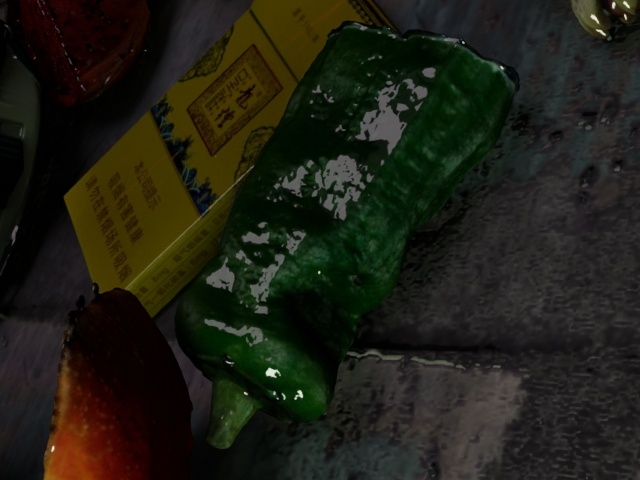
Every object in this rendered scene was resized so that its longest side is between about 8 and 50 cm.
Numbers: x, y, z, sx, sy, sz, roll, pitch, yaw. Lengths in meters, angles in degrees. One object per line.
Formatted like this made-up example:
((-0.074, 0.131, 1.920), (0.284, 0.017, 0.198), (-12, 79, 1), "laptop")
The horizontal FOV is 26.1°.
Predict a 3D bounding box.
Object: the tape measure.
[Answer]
((-0.289, -0.066, 1.120), (0.207, 0.115, 0.235), (-62, 36, 18), "tape measure")

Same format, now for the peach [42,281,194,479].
((-0.101, 0.125, 0.752), (0.068, 0.279, 0.189), (10, 55, 1), "peach")

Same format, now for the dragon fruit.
((-0.190, -0.173, 1.158), (0.127, 0.120, 0.161), (-20, 68, -19), "dragon fruit")

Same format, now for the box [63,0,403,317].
((-0.065, -0.076, 0.984), (0.279, 0.041, 0.153), (-44, 39, 11), "box")

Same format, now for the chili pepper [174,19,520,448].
((0.000, 0.000, 0.814), (0.136, 0.099, 0.270), (23, 78, 20), "chili pepper")

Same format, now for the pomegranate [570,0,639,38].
((0.141, -0.233, 0.806), (0.179, 0.179, 0.211), (10, 81, 47), "pomegranate")
